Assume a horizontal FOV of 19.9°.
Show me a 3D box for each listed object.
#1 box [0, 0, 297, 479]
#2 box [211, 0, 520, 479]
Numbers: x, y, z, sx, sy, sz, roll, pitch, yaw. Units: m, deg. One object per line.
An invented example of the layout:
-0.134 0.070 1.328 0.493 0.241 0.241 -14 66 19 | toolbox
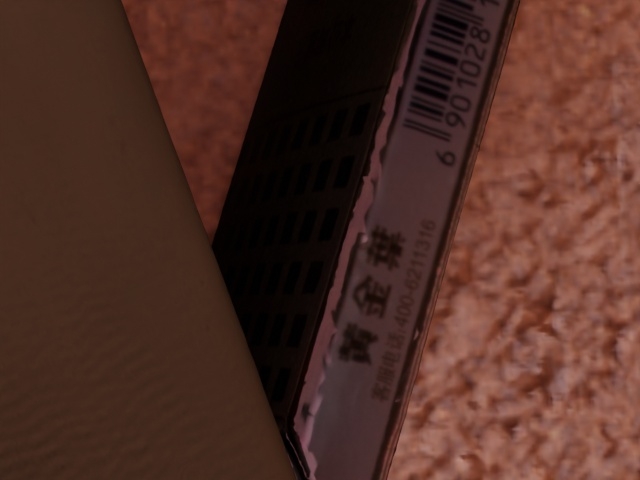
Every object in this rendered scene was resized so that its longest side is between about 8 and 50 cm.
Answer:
-0.172 0.081 0.595 0.177 0.352 0.344 -25 93 -46 | box
0.000 0.000 0.716 0.047 0.180 0.325 20 82 -18 | box
